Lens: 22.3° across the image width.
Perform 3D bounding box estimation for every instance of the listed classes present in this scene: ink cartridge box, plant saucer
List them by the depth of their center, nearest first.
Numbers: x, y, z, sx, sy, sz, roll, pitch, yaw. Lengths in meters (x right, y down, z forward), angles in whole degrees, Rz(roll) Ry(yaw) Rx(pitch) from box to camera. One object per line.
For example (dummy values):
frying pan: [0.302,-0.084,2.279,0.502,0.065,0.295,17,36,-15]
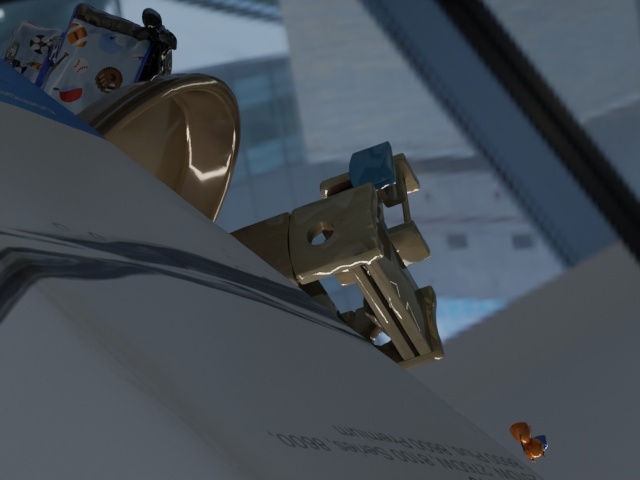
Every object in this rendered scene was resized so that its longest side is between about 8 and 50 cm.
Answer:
ink cartridge box: [-0.123,0.119,0.513,0.395,0.285,0.166,36,-169,38]
plant saucer: [-0.150,0.004,1.077,0.041,0.278,0.278,33,-152,15]

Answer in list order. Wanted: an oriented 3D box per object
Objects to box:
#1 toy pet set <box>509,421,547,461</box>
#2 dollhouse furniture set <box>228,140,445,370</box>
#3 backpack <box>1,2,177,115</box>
toy pet set: [0.107,0.185,1.180,0.122,0.065,0.114,-31,148,14]
dollhouse furniture set: [0.000,0.000,1.191,0.129,0.129,0.183,-19,-136,14]
backpack: [-0.262,-0.096,1.748,0.213,0.263,0.276,9,159,6]
